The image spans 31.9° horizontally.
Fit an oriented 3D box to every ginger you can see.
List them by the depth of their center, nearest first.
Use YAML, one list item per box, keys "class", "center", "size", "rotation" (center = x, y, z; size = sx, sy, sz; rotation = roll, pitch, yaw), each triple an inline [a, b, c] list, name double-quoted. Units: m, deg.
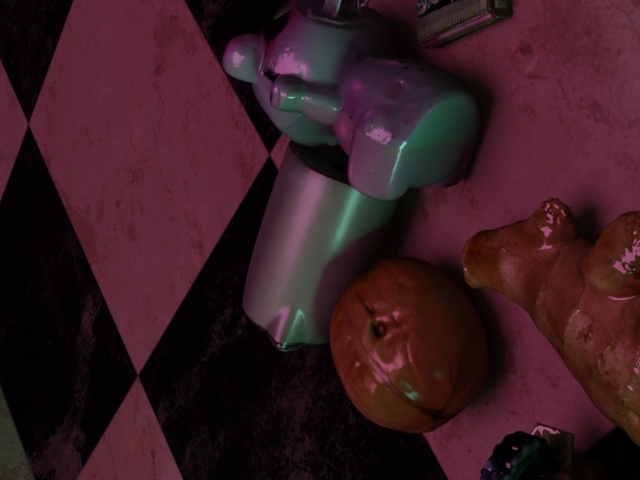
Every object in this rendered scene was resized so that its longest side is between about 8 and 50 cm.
- class: "ginger"
  center: [0.281, 0.063, 1.176]
  size: [0.375, 0.166, 0.236]
  rotation: [37, 158, 31]

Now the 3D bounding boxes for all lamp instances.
- class: "lamp"
  center: [0.048, -0.207, 1.395]
  size: [0.301, 0.247, 0.248]
  rotation: [38, 129, 33]

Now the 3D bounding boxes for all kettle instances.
- class: "kettle"
  center: [0.000, 0.000, 1.535]
  size: [0.240, 0.165, 0.255]
  rotation: [-73, 1, -69]

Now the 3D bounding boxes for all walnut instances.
- class: "walnut"
  center: [0.107, 0.129, 1.414]
  size: [0.195, 0.195, 0.222]
  rotation: [-53, 54, 44]

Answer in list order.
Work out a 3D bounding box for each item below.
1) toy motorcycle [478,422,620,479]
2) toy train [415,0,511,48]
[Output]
- class: "toy motorcycle"
  center: [0.230, 0.400, 1.264]
  size: [0.168, 0.237, 0.410]
  rotation: [14, 106, 36]
- class: "toy train"
  center: [0.169, -0.285, 1.371]
  size: [0.148, 0.038, 0.071]
  rotation: [-13, 86, 54]
